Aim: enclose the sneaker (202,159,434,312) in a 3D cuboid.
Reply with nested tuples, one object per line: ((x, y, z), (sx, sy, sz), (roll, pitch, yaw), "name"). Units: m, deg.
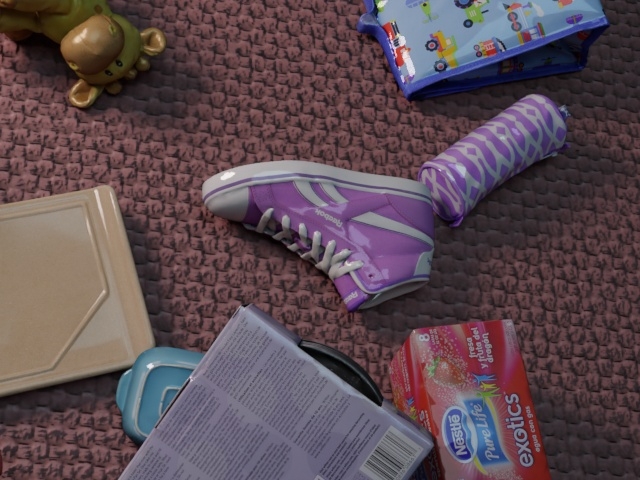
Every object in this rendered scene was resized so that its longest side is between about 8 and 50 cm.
((0.001, 0.000, 1.492), (0.282, 0.102, 0.161), (5, 68, -11), "sneaker")

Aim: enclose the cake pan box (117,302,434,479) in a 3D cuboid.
((-0.049, 0.231, 1.324), (0.246, 0.070, 0.267), (34, 93, 1), "cake pan box")

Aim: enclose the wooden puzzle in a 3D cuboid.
((-0.323, 0.061, 1.425), (0.239, 0.044, 0.221), (-13, 70, -13), "wooden puzzle")

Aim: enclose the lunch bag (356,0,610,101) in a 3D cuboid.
((0.190, -0.313, 1.671), (0.293, 0.138, 0.221), (-15, 73, -9), "lunch bag")

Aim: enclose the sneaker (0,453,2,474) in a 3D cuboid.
((-0.378, 0.305, 1.270), (0.098, 0.135, 0.276), (8, 88, -23), "sneaker")

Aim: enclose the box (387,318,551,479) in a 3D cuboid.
((0.166, 0.229, 1.407), (0.123, 0.128, 0.257), (-5, 68, -14), "box")

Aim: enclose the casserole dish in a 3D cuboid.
((-0.128, 0.182, 1.390), (0.188, 0.037, 0.114), (13, 88, -7), "casserole dish")

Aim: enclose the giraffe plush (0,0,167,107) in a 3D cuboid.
((-0.289, -0.256, 1.526), (0.170, 0.181, 0.210), (56, 32, 3), "giraffe plush")

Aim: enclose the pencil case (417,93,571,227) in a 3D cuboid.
((0.218, -0.104, 1.599), (0.206, 0.086, 0.088), (-32, 100, -22), "pencil case")
